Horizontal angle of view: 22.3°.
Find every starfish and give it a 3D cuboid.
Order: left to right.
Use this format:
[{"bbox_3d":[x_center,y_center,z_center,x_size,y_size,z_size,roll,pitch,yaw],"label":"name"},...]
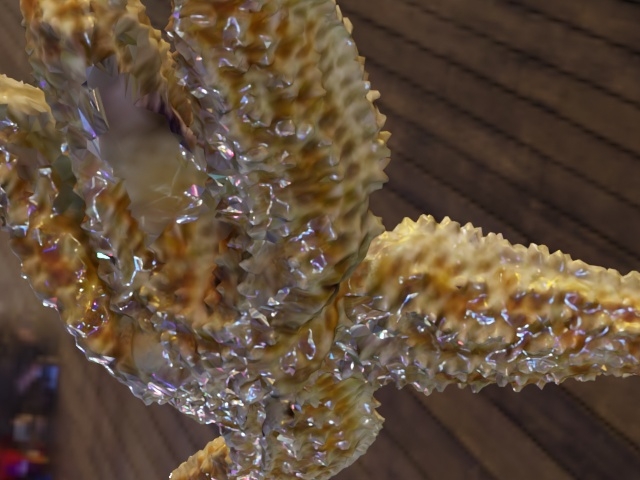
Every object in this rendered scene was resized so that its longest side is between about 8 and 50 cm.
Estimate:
[{"bbox_3d":[-0.021,-0.012,0.458,0.301,0.293,0.084,-12,40,38],"label":"starfish"}]
